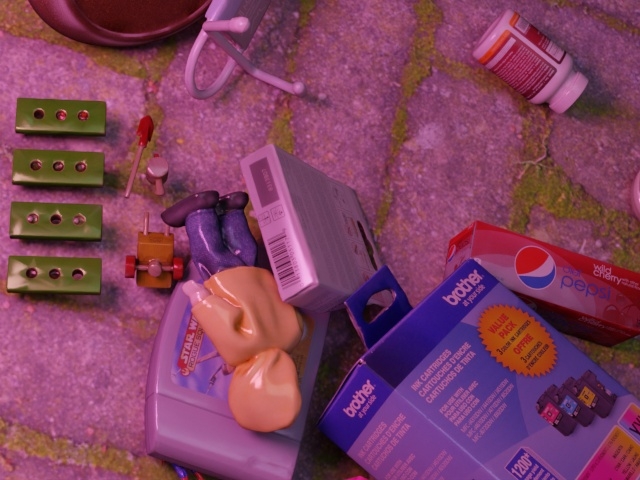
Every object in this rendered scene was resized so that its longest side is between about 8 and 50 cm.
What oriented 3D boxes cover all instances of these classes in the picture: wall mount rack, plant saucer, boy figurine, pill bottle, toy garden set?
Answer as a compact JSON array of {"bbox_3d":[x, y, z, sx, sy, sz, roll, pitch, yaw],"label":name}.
[{"bbox_3d":[-0.048,-0.322,1.623,0.130,0.304,0.350,26,87,18],"label":"wall mount rack"},{"bbox_3d":[-0.207,-0.352,1.606,0.311,0.310,0.050,-19,49,-24],"label":"plant saucer"},{"bbox_3d":[-0.085,0.083,1.551,0.177,0.092,0.285,-4,71,-55],"label":"boy figurine"},{"bbox_3d":[0.295,-0.246,1.871,0.152,0.086,0.086,38,65,-5],"label":"pill bottle"},{"bbox_3d":[-0.267,-0.047,1.613,0.204,0.049,0.244,2,71,-8],"label":"toy garden set"}]

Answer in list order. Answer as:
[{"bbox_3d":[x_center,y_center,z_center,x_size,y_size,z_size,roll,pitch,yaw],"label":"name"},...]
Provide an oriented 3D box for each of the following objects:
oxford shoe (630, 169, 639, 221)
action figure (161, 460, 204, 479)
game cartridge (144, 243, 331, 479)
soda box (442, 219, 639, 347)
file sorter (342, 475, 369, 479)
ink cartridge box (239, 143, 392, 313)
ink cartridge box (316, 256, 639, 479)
[{"bbox_3d":[0.649,0.013,1.897,0.449,0.130,0.169,31,64,-10],"label":"oxford shoe"},{"bbox_3d":[-0.170,0.247,1.575,0.038,0.030,0.115,-20,79,-29],"label":"action figure"},{"bbox_3d":[-0.100,0.138,1.607,0.198,0.062,0.297,22,61,-17],"label":"game cartridge"},{"bbox_3d":[0.299,0.059,1.771,0.263,0.092,0.083,17,67,-14],"label":"soda box"},{"bbox_3d":[0.037,0.398,1.461,0.202,0.291,0.182,34,68,-7],"label":"file sorter"},{"bbox_3d":[0.000,0.000,1.642,0.066,0.232,0.189,-25,69,16],"label":"ink cartridge box"},{"bbox_3d":[0.186,0.202,1.588,0.395,0.151,0.270,39,43,11],"label":"ink cartridge box"}]
